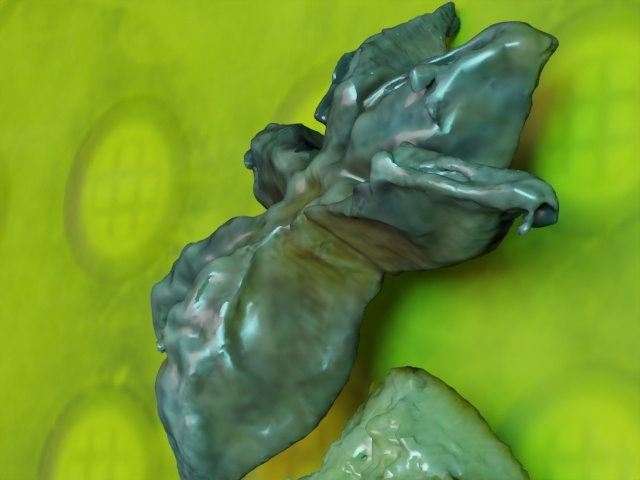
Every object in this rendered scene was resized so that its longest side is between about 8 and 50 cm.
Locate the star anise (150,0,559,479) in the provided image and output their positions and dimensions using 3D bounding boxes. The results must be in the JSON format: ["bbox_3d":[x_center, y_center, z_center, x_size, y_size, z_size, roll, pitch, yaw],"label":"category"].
[{"bbox_3d":[0.003,-0.012,0.673,0.208,0.063,0.172,-43,25,32],"label":"star anise"}]

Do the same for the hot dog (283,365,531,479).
[{"bbox_3d":[0.034,0.147,0.607,0.146,0.103,0.213,-41,35,30],"label":"hot dog"}]
